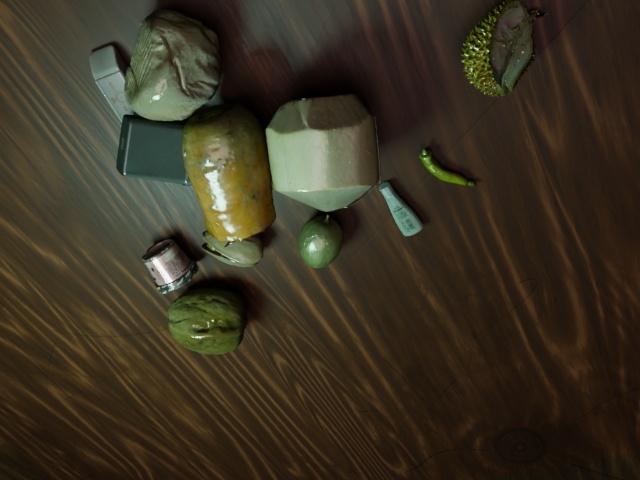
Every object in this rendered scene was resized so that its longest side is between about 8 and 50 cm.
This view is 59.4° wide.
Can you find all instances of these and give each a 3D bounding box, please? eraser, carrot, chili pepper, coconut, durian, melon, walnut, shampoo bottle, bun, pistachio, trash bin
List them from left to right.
[{"bbox_3d":[-0.517,-0.361,1.560,0.089,0.061,0.352,-15,124,16],"label":"eraser"},{"bbox_3d":[-0.426,-0.247,1.545,0.236,0.101,0.177,2,113,-34],"label":"trash bin"},{"bbox_3d":[-0.357,-0.421,1.400,0.205,0.281,0.281,7,132,-31],"label":"bun"},{"bbox_3d":[-0.387,0.274,1.917,0.283,0.283,0.227,4,98,4],"label":"walnut"},{"bbox_3d":[-0.236,-0.181,1.492,0.224,0.224,0.341,-7,119,11],"label":"carrot"},{"bbox_3d":[-0.278,0.022,1.781,0.206,0.131,0.129,12,119,3],"label":"pistachio"},{"bbox_3d":[0.000,0.000,1.728,0.139,0.139,0.192,14,128,-4],"label":"melon"},{"bbox_3d":[0.008,-0.219,1.447,0.323,0.323,0.323,3,127,4],"label":"coconut"},{"bbox_3d":[0.237,-0.095,1.690,0.069,0.041,0.191,-23,121,28],"label":"shampoo bottle"},{"bbox_3d":[0.354,-0.197,1.605,0.208,0.043,0.049,30,99,-22],"label":"chili pepper"},{"bbox_3d":[0.424,-0.466,1.341,0.237,0.138,0.193,-46,119,-13],"label":"durian"}]

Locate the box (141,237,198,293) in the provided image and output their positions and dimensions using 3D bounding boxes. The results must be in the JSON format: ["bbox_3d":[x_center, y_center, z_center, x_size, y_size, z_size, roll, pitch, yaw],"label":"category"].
[{"bbox_3d":[-0.500,0.078,1.839,0.151,0.151,0.135,-22,114,21],"label":"box"}]

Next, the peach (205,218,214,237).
[{"bbox_3d":[-0.289,-0.065,1.698,0.151,0.151,0.118,46,157,-25],"label":"peach"}]
